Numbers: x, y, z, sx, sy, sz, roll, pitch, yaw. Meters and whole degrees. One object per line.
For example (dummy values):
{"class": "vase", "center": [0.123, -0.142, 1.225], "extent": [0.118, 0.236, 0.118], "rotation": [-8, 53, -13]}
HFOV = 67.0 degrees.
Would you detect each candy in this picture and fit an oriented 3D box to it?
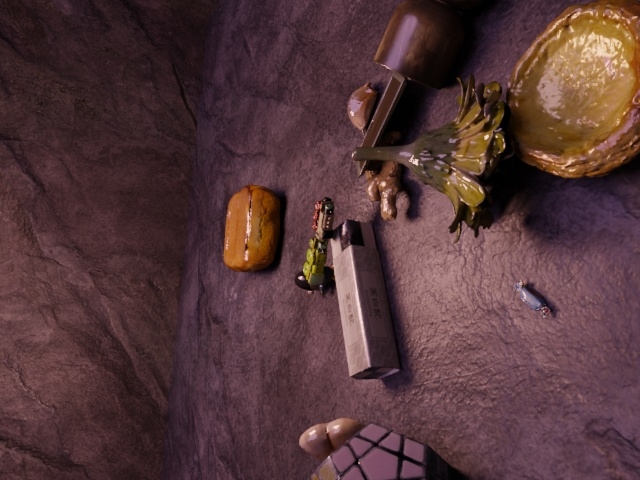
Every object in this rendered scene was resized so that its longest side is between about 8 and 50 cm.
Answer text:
{"class": "candy", "center": [0.376, 0.101, 0.858], "extent": [0.083, 0.020, 0.030], "rotation": [54, 128, 51]}

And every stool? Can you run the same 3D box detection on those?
{"class": "stool", "center": [0.255, -0.503, 1.107], "extent": [0.264, 0.179, 0.179], "rotation": [-65, 32, 24]}

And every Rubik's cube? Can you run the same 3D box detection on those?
{"class": "Rubik's cube", "center": [0.117, 0.516, 0.926], "extent": [0.264, 0.319, 0.319], "rotation": [47, 126, 23]}

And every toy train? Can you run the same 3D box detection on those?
{"class": "toy train", "center": [0.000, 0.000, 1.342], "extent": [0.085, 0.053, 0.250], "rotation": [-126, 42, -55]}

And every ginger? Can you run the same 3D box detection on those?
{"class": "ginger", "center": [0.166, -0.153, 1.263], "extent": [0.149, 0.065, 0.259], "rotation": [136, 140, -55]}

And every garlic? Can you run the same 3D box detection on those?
{"class": "garlic", "center": [0.116, -0.392, 1.425], "extent": [0.084, 0.066, 0.152], "rotation": [42, 115, 54]}
{"class": "garlic", "center": [0.036, 0.505, 1.234], "extent": [0.174, 0.124, 0.099], "rotation": [-32, 33, 20]}

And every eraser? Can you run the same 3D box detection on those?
{"class": "eraser", "center": [0.107, 0.142, 1.239], "extent": [0.098, 0.096, 0.404], "rotation": [-44, 45, 47]}

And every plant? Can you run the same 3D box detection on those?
{"class": "plant", "center": [0.242, -0.180, 0.907], "extent": [0.261, 0.297, 0.306], "rotation": [-56, 6, 41]}

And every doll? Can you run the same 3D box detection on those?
{"class": "doll", "center": [-0.005, 0.112, 1.466], "extent": [0.179, 0.089, 0.102], "rotation": [-11, 70, 34]}

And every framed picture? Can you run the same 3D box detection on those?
{"class": "framed picture", "center": [0.158, -0.317, 1.305], "extent": [0.216, 0.016, 0.273], "rotation": [-87, 19, -65]}

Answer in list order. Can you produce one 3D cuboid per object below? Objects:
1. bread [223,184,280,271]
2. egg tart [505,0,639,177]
{"class": "bread", "center": [-0.270, -0.039, 1.911], "extent": [0.328, 0.148, 0.337], "rotation": [-16, 69, 62]}
{"class": "egg tart", "center": [0.434, -0.231, 0.768], "extent": [0.294, 0.123, 0.294], "rotation": [-23, 64, 59]}
